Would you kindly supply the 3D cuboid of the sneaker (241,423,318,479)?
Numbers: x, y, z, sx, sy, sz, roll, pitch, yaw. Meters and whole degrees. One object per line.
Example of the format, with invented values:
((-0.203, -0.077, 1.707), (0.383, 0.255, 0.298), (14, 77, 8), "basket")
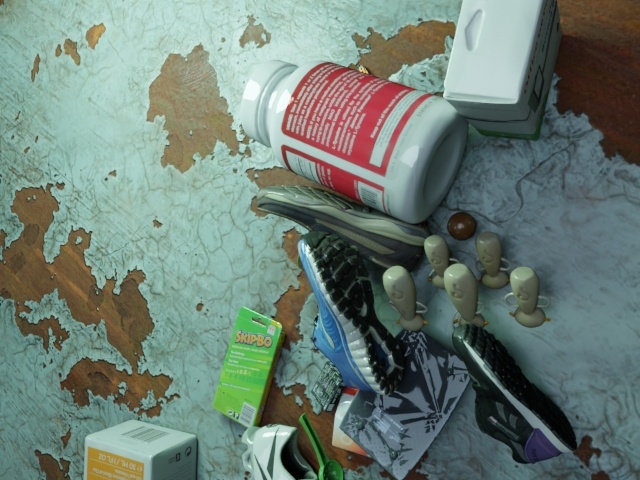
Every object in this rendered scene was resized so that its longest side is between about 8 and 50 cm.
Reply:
((-0.067, 0.558, 1.131), (0.146, 0.122, 0.331), (-19, 80, 28), "sneaker")

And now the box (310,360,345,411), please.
((0.018, 0.310, 1.136), (0.067, 0.018, 0.083), (41, 109, 52), "box")

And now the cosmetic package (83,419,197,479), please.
((-0.445, 0.702, 1.305), (0.229, 0.161, 0.454), (1, 90, 28), "cosmetic package")

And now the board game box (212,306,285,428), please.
((-0.165, 0.292, 1.239), (0.124, 0.039, 0.260), (20, 101, 26), "board game box")

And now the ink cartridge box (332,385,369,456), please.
((0.104, 0.348, 1.092), (0.145, 0.045, 0.180), (6, 94, 27), "ink cartridge box")

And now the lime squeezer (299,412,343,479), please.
((0.062, 0.494, 1.096), (0.310, 0.058, 0.110), (41, 117, 21), "lime squeezer")

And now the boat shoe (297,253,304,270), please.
((-0.001, -0.001, 1.161), (0.056, 0.048, 0.153), (26, 108, 5), "boat shoe")

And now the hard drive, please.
((0.167, 0.305, 1.029), (0.172, 0.054, 0.255), (34, 93, 29), "hard drive")

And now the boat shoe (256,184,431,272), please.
((0.034, -0.016, 1.054), (0.355, 0.132, 0.131), (17, 105, 10), "boat shoe")

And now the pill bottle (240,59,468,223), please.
((0.053, -0.209, 1.029), (0.407, 0.229, 0.229), (27, 101, 25), "pill bottle")

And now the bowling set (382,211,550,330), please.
((0.275, 0.060, 0.977), (0.286, 0.200, 0.154), (1, 133, 31), "bowling set")

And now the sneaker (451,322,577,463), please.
((0.301, 0.278, 0.921), (0.124, 0.107, 0.283), (-40, 93, 29), "sneaker")

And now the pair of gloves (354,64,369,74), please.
((0.071, -0.331, 1.145), (0.083, 0.010, 0.074), (-26, 77, 26), "pair of gloves")

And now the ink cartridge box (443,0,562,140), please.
((0.307, -0.290, 0.872), (0.114, 0.272, 0.199), (14, 95, 27), "ink cartridge box")

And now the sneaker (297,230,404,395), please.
((0.026, 0.143, 1.001), (0.147, 0.129, 0.330), (-18, 96, 41), "sneaker")
